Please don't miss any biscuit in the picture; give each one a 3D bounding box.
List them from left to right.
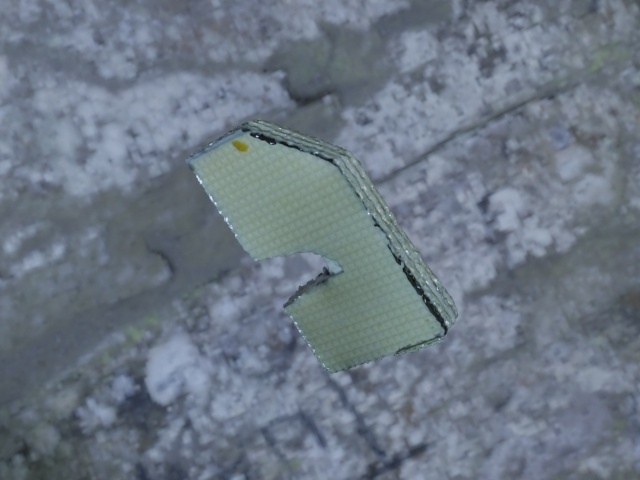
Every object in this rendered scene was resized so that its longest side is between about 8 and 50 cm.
[{"bbox_3d":[0.000,0.000,1.003,0.147,0.250,0.046,-26,-165,38],"label":"biscuit"}]
